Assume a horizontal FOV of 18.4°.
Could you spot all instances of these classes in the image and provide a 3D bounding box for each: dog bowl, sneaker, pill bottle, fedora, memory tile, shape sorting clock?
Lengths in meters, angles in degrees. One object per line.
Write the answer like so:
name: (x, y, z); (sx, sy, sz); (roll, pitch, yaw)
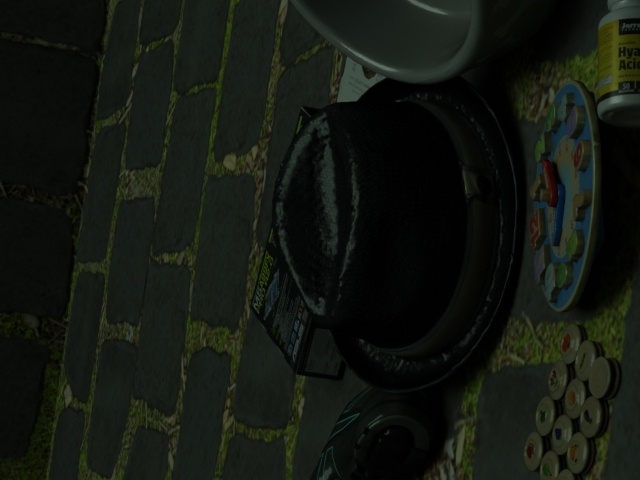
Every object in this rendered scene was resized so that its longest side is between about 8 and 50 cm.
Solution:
dog bowl: (0.067, -0.303, 1.906); (0.102, 0.349, 0.349); (-42, 2, -28)
sneaker: (0.048, 0.237, 2.090); (0.267, 0.101, 0.106); (-55, 18, 38)
pill bottle: (0.267, -0.159, 1.675); (0.065, 0.065, 0.116); (146, 129, -63)
fedora: (0.048, -0.018, 1.971); (0.334, 0.153, 0.334); (-14, 71, 48)
memory tile: (0.220, 0.156, 1.747); (0.113, 0.012, 0.148); (-126, 49, -62)
shape sorting clock: (0.215, -0.039, 1.750); (0.206, 0.040, 0.206); (-179, 90, -86)

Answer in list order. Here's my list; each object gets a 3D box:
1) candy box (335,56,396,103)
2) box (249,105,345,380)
candy box: (0.091, -0.211, 2.159); (0.165, 0.070, 0.196); (-138, 60, -66)
box: (0.000, 0.000, 2.333); (0.216, 0.060, 0.270); (-130, 52, -65)
